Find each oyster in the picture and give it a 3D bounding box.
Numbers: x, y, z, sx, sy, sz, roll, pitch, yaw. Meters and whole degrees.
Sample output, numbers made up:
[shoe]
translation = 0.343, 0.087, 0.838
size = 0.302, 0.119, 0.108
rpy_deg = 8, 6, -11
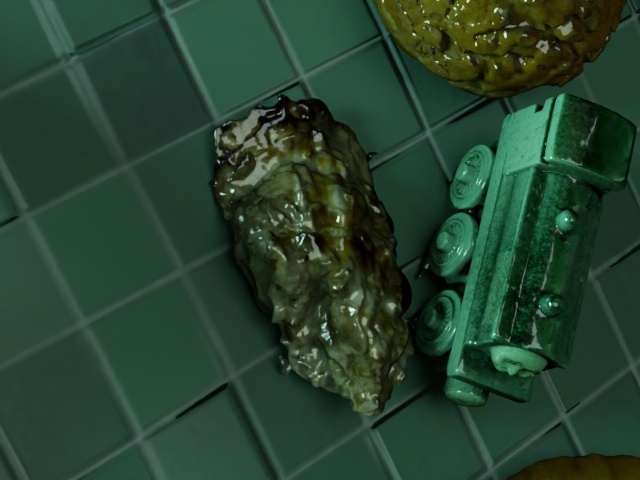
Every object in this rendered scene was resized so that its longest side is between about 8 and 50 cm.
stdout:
[oyster]
translation = 0.004, 0.007, 0.923
size = 0.105, 0.056, 0.177
rpy_deg = -1, 78, -40

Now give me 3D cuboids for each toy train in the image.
[toy train]
translation = 0.110, 0.007, 0.953
size = 0.071, 0.111, 0.170
rpy_deg = 23, 70, -22

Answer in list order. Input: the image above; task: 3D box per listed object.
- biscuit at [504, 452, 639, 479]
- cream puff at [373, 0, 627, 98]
[biscuit]
translation = 0.206, 0.235, 0.909
size = 0.318, 0.040, 0.318
rpy_deg = 17, 35, -12
[cream puff]
translation = 0.109, -0.157, 0.975
size = 0.165, 0.115, 0.150
rpy_deg = -43, 108, -31
